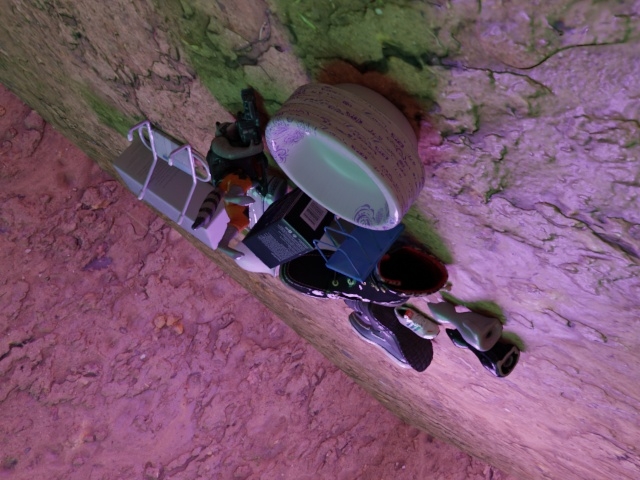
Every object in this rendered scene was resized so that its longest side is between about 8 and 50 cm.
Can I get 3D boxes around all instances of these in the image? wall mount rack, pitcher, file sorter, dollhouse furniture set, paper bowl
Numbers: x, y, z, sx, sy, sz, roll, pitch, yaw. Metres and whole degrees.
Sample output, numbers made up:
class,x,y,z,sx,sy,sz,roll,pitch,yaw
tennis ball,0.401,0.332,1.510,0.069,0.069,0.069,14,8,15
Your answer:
class,x,y,z,sx,sy,sz,roll,pitch,yaw
wall mount rack,-0.538,-0.240,1.972,0.350,0.130,0.304,31,143,23
pitcher,-0.248,0.080,2.385,0.207,0.126,0.178,22,176,12
file sorter,0.085,-0.016,1.298,0.118,0.170,0.104,22,154,44
dollhouse furniture set,0.023,-0.050,1.506,0.152,0.076,0.058,47,162,4
paper bowl,0.056,-0.158,1.002,0.284,0.148,0.284,34,163,12

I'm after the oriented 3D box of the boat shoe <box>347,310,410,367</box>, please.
class,x,y,z,sx,sy,sz,roll,pitch,yaw
boat shoe,0.240,0.346,2.151,0.319,0.116,0.099,36,122,30

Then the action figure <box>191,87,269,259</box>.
class,x,y,z,sx,sy,sz,roll,pitch,yaw
action figure,-0.211,-0.177,1.323,0.178,0.330,0.341,-6,140,-4

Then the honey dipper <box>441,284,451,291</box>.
class,x,y,z,sx,sy,sz,roll,pitch,yaw
honey dipper,0.296,0.131,1.504,0.030,0.030,0.160,41,161,-12

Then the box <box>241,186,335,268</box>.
class,x,y,z,sx,sy,sz,roll,pitch,yaw
box,-0.074,-0.037,1.400,0.108,0.153,0.207,45,143,-16

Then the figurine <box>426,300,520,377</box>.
class,x,y,z,sx,sy,sz,roll,pitch,yaw
figurine,0.395,0.249,1.527,0.209,0.092,0.215,23,158,52

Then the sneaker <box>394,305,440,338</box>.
class,x,y,z,sx,sy,sz,roll,pitch,yaw
sneaker,0.295,0.251,1.780,0.161,0.057,0.075,27,166,42

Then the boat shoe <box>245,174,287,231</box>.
class,x,y,z,sx,sy,sz,roll,pitch,yaw
boat shoe,-0.187,-0.089,1.689,0.156,0.136,0.367,23,159,8

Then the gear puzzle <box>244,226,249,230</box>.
class,x,y,z,sx,sy,sz,roll,pitch,yaw
gear puzzle,-0.228,-0.043,2.104,0.339,0.044,0.175,16,153,52

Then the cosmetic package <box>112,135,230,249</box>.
class,x,y,z,sx,sy,sz,roll,pitch,yaw
cosmetic package,-0.548,-0.180,2.199,0.453,0.161,0.230,35,163,10

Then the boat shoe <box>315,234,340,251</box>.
class,x,y,z,sx,sy,sz,roll,pitch,yaw
boat shoe,-0.004,0.002,1.650,0.340,0.127,0.113,40,-164,-30

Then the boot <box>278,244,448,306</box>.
class,x,y,z,sx,sy,sz,roll,pitch,yaw
boot,0.105,0.082,1.426,0.377,0.138,0.284,15,165,-14

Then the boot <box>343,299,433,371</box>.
class,x,y,z,sx,sy,sz,roll,pitch,yaw
boot,0.237,0.296,1.973,0.338,0.118,0.222,54,163,-16
